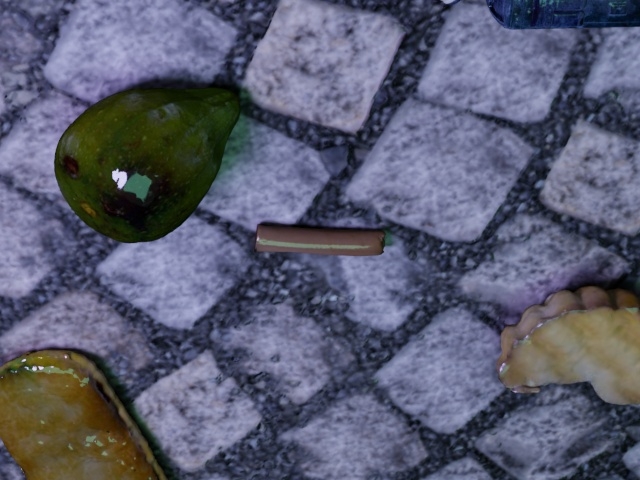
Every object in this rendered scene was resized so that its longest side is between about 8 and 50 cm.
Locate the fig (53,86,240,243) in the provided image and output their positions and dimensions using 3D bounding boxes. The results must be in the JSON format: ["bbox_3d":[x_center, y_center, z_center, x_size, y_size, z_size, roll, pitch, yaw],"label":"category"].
[{"bbox_3d":[-0.134,-0.076,1.564,0.156,0.123,0.123,-46,127,-22],"label":"fig"}]

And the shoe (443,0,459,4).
[{"bbox_3d":[0.113,-0.255,1.490,0.071,0.064,0.143,27,114,-3],"label":"shoe"}]

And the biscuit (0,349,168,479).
[{"bbox_3d":[-0.221,0.194,1.775,0.118,0.029,0.247,-17,126,13],"label":"biscuit"}]

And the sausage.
[{"bbox_3d":[0.000,0.000,1.671,0.116,0.026,0.026,2,124,-10],"label":"sausage"}]

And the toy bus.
[{"bbox_3d":[0.218,-0.199,1.536,0.166,0.065,0.047,-2,126,-8],"label":"toy bus"}]

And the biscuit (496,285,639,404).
[{"bbox_3d":[0.253,0.089,1.746,0.183,0.061,0.118,13,120,-18],"label":"biscuit"}]
